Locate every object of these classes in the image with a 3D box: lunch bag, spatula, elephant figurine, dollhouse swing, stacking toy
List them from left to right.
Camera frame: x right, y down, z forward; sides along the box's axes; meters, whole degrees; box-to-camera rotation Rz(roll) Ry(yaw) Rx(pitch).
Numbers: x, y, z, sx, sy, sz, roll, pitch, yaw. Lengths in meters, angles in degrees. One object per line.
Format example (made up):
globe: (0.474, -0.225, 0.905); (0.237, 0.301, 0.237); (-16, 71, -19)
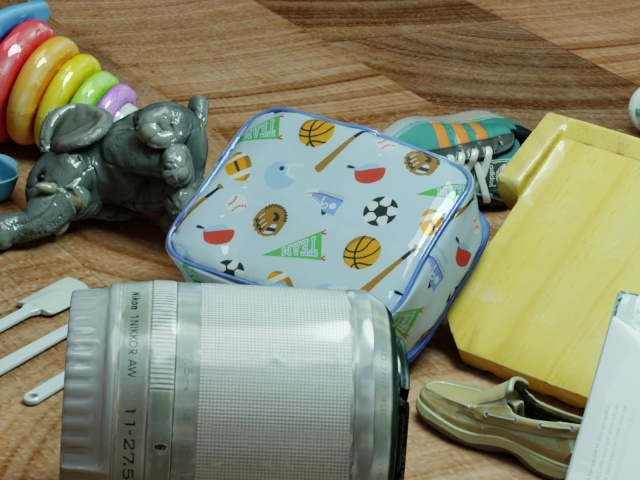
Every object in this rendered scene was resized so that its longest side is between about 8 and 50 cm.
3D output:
spatula: (-0.258, 0.093, 1.959); (0.168, 0.019, 0.242); (19, 27, 26)
stacking toy: (-0.281, -0.151, 2.386); (0.302, 0.175, 0.166); (26, 23, 13)
elephant figurine: (-0.251, -0.077, 2.205); (0.239, 0.169, 0.186); (-8, -7, 10)
lunch bag: (0.000, 0.000, 2.027); (0.303, 0.115, 0.243); (17, 62, 29)
dollhouse swing: (0.348, 0.073, 2.077); (0.347, 0.305, 0.315); (20, -14, 30)

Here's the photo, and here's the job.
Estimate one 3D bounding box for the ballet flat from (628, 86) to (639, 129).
ballet flat: (0.558, -0.222, 2.727); (0.139, 0.139, 0.400); (23, 31, 36)

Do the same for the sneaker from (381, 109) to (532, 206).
sneaker: (0.169, -0.091, 2.350); (0.121, 0.108, 0.302); (18, 25, 36)

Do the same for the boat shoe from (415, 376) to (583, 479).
boat shoe: (0.174, 0.157, 1.834); (0.190, 0.072, 0.068); (19, 27, 29)

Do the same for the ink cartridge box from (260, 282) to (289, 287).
ink cartridge box: (-0.101, 0.109, 1.847); (0.181, 0.104, 0.061); (-10, 27, -30)

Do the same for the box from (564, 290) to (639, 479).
box: (0.385, 0.180, 1.702); (0.322, 0.058, 0.232); (12, 59, 14)

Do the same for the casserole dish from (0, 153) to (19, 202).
casserole dish: (-0.432, -0.062, 2.255); (0.188, 0.037, 0.114); (-13, 29, -36)

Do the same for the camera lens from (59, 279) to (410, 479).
camera lens: (-0.072, 0.145, 1.631); (0.274, 0.219, 0.219); (3, 24, -5)
